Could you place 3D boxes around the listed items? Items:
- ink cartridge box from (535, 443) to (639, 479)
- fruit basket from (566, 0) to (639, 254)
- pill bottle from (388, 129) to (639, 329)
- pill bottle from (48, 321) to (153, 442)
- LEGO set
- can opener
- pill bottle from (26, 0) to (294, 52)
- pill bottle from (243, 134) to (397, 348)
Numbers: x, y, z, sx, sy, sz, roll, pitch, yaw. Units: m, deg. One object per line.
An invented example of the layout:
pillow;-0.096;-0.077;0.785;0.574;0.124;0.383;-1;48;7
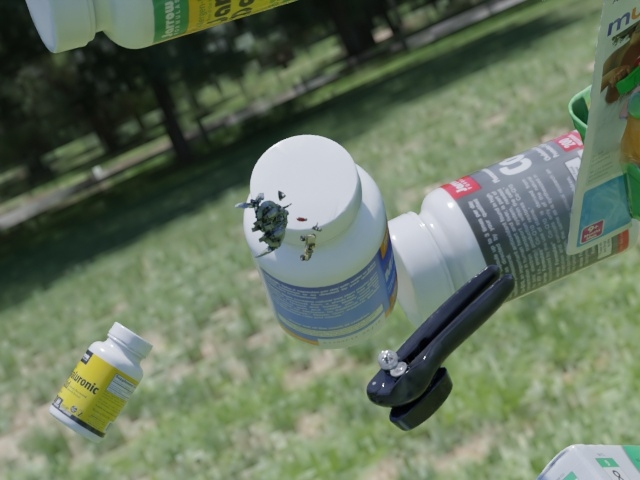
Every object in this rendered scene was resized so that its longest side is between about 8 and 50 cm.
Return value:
ink cartridge box;0.283;0.253;1.318;0.056;0.224;0.181;-51;-32;20
fruit basket;0.348;-0.159;1.435;0.327;0.165;0.353;-33;-26;-20
pill bottle;0.220;-0.010;2.070;0.283;0.161;0.161;-23;7;-9
pill bottle;-0.224;0.145;1.793;0.116;0.065;0.065;-57;12;-6
LEGO set;-0.028;-0.011;1.337;0.083;0.054;0.023;5;5;-38
can opener;0.116;0.095;1.677;0.059;0.073;0.186;30;77;42
pill bottle;-0.108;-0.207;1.255;0.208;0.117;0.117;-19;5;-17
pill bottle;0.000;0.000;1.863;0.152;0.152;0.272;-25;-26;-6
